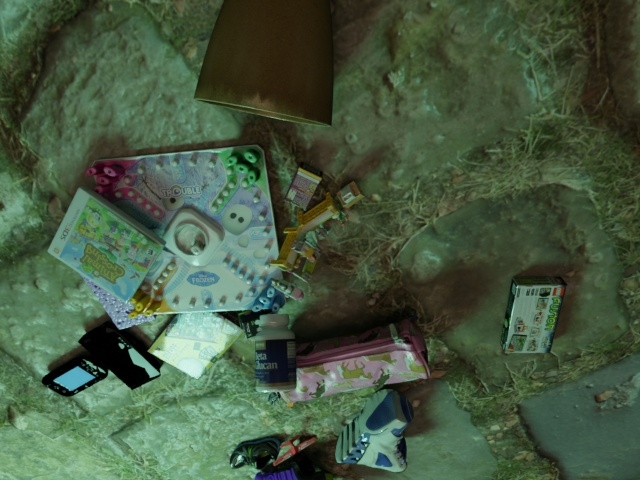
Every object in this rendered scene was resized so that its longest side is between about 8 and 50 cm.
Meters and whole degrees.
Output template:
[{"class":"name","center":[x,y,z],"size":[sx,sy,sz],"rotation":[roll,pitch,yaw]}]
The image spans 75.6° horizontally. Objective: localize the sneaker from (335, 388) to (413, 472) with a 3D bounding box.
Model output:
[{"class":"sneaker","center":[0.193,0.561,1.188],"size":[0.182,0.127,0.315],"rotation":[25,124,-13]}]

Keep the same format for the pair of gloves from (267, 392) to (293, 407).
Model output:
[{"class":"pair of gloves","center":[-0.113,0.460,1.211],"size":[0.083,0.010,0.074],"rotation":[10,118,0]}]

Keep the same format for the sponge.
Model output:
[{"class":"sponge","center":[-0.518,0.128,1.056],"size":[0.117,0.031,0.210],"rotation":[-16,116,12]}]

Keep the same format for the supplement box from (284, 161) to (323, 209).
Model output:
[{"class":"supplement box","center":[-0.036,-0.116,0.884],"size":[0.055,0.043,0.083],"rotation":[25,116,-9]}]

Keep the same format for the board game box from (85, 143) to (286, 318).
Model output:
[{"class":"board game box","center":[-0.295,-0.001,0.934],"size":[0.390,0.050,0.390],"rotation":[-4,110,7]}]

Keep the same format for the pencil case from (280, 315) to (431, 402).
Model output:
[{"class":"pencil case","center":[0.071,0.300,1.031],"size":[0.386,0.160,0.167],"rotation":[-16,105,13]}]

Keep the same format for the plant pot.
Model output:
[{"class":"plant pot","center":[-0.075,-0.338,0.685],"size":[0.237,0.237,0.254],"rotation":[10,104,-1]}]

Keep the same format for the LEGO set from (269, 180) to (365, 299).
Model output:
[{"class":"LEGO set","center":[0.000,0.000,0.913],"size":[0.107,0.132,0.287],"rotation":[38,87,-37]}]

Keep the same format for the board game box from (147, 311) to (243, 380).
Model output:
[{"class":"board game box","center":[-0.329,0.256,1.102],"size":[0.165,0.042,0.243],"rotation":[37,114,-15]}]

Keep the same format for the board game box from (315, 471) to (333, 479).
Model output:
[{"class":"board game box","center":[0.015,0.830,1.287],"size":[0.043,0.181,0.092],"rotation":[-38,132,21]}]

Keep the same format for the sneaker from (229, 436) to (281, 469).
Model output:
[{"class":"sneaker","center":[-0.211,0.679,1.295],"size":[0.188,0.078,0.067],"rotation":[-24,112,15]}]

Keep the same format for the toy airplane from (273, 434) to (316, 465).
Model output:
[{"class":"toy airplane","center":[-0.085,0.631,1.255],"size":[0.151,0.028,0.151],"rotation":[-24,145,-18]}]

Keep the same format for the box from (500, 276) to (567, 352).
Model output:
[{"class":"box","center":[0.514,0.185,1.004],"size":[0.114,0.036,0.207],"rotation":[-1,118,5]}]

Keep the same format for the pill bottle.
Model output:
[{"class":"pill bottle","center":[-0.104,0.258,0.954],"size":[0.094,0.094,0.169],"rotation":[-5,75,7]}]

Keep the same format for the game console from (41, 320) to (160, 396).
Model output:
[{"class":"game console","center":[-0.642,0.372,1.187],"size":[0.361,0.044,0.213],"rotation":[-29,112,18]}]

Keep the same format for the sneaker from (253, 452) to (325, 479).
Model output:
[{"class":"sneaker","center":[-0.088,0.747,1.305],"size":[0.293,0.146,0.102],"rotation":[-8,151,41]}]

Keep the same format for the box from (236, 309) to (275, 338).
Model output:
[{"class":"box","center":[-0.159,0.197,1.031],"size":[0.083,0.062,0.052],"rotation":[-16,119,-20]}]

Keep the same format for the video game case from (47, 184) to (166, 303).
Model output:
[{"class":"video game case","center":[-0.477,0.014,0.918],"size":[0.212,0.023,0.193],"rotation":[36,111,-7]}]
